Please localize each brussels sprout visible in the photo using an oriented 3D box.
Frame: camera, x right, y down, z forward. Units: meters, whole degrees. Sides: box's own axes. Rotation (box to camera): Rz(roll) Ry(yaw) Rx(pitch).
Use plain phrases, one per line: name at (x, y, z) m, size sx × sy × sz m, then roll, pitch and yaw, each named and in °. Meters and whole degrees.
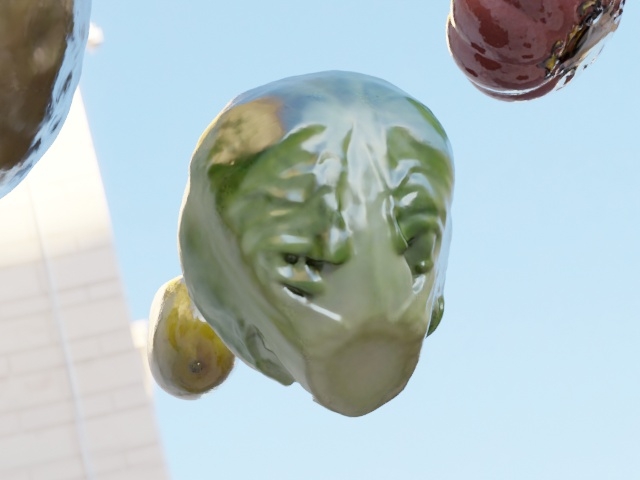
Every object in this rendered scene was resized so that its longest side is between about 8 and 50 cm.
brussels sprout at (0.000, 0.000, 1.420) m, size 0.220 × 0.271 × 0.210 m, roll -4°, pitch -40°, yaw -14°

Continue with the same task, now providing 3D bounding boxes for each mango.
mango at (-0.129, 0.090, 1.820) m, size 0.092 × 0.194 × 0.130 m, roll 6°, pitch -72°, yaw -16°

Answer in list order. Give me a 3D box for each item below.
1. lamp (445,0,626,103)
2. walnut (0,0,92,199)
lamp at (0.183, -0.209, 1.591) m, size 0.182 × 0.140 × 0.182 m, roll -40°, pitch -27°, yaw -26°
walnut at (-0.337, -0.172, 1.264) m, size 0.381 × 0.381 × 0.381 m, roll -12°, pitch -38°, yaw -9°
